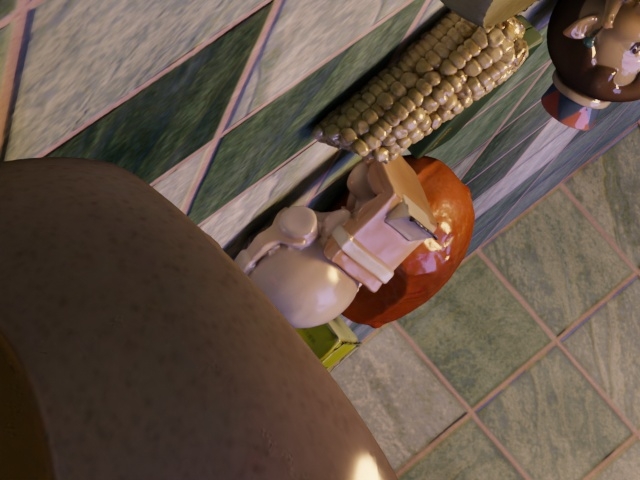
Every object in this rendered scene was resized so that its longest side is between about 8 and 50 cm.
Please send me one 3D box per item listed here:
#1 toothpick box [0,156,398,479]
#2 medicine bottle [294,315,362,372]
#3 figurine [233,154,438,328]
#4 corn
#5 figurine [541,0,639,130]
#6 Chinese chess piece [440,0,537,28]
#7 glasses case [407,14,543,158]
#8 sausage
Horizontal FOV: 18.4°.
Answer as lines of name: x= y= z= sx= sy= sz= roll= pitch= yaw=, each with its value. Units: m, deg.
toothpick box: x=-0.200 y=0.190 z=1.070 sx=0.425 sy=0.409 sz=0.409 roll=-40 pitch=173 yaw=-15
medicine bottle: x=-0.091 y=0.146 z=2.300 sx=0.250 sy=0.141 sz=0.137 roll=-41 pitch=169 yaw=5
figurine: x=0.001 y=0.003 z=2.029 sx=0.237 sy=0.141 sz=0.162 roll=-40 pitch=144 yaw=14
corn: x=0.095 y=-0.135 z=1.788 sx=0.211 sy=0.087 sz=0.087 roll=-42 pitch=172 yaw=-1
figurine: x=0.334 y=-0.231 z=2.129 sx=0.161 sy=0.158 sz=0.275 roll=-24 pitch=164 yaw=-33
Chinese chess piece: x=0.165 y=-0.253 z=1.432 sx=0.238 sy=0.092 sz=0.238 roll=-41 pitch=172 yaw=-7
glasses case: x=0.157 y=-0.162 z=2.104 sx=0.078 sy=0.039 sz=0.184 roll=-32 pitch=169 yaw=-47
sausage: x=0.080 y=0.000 z=2.212 sx=0.141 sy=0.153 sz=0.268 roll=-54 pitch=-178 yaw=-26
